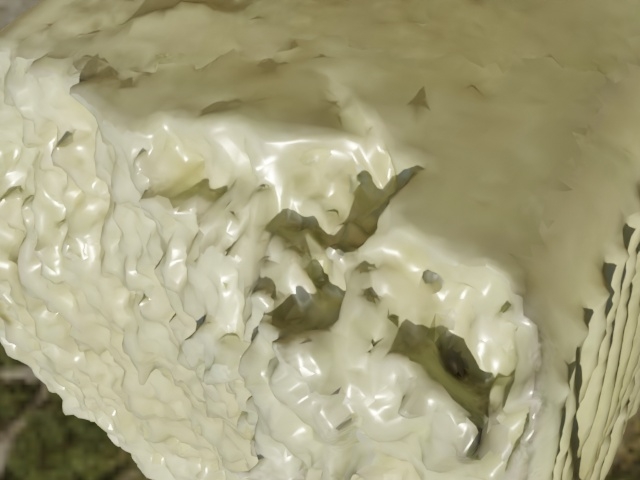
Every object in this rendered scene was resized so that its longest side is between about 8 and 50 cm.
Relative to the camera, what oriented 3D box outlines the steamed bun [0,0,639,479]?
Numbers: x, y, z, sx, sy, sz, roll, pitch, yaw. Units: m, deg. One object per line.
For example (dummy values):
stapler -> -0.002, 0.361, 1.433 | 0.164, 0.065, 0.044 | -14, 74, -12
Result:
steamed bun -> 0.000, 0.000, 0.653 | 0.272, 0.273, 0.290 | 24, 153, 13
